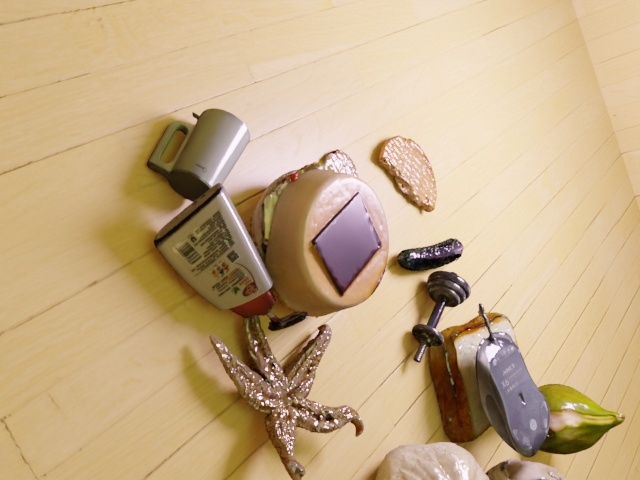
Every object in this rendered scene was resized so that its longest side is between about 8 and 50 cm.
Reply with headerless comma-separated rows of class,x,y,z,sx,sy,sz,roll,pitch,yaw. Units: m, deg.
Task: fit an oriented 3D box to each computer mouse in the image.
computer mouse,0.427,0.329,1.565,0.167,0.090,0.380,-19,89,-41

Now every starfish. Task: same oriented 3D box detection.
starfish,-0.055,0.282,1.196,0.375,0.094,0.327,28,41,-36

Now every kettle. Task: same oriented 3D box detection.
kettle,-0.203,-0.153,1.150,0.127,0.098,0.148,47,54,-35

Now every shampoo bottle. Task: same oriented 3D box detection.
shampoo bottle,-0.141,0.055,1.133,0.153,0.071,0.284,-37,115,3

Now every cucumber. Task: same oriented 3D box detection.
cucumber,0.265,0.041,1.624,0.245,0.067,0.067,-12,90,-45

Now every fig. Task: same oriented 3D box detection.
fig,0.700,0.493,1.812,0.206,0.274,0.206,15,69,-45

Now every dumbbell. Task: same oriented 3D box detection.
dumbbell,0.275,0.178,1.575,0.110,0.110,0.255,47,57,-28

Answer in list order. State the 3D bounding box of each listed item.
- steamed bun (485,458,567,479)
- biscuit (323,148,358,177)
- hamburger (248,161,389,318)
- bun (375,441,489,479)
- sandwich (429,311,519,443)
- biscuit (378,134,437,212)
steamed bun,0.496,0.672,1.607,0.207,0.267,0.281,-54,141,-79
biscuit,0.045,-0.143,1.466,0.120,0.015,0.120,14,71,-45
hamburger,0.000,0.000,1.274,0.301,0.170,0.302,1,89,-46
bun,0.254,0.589,1.356,0.348,0.227,0.353,-15,93,-49
sandwich,0.398,0.332,1.665,0.301,0.099,0.272,-11,85,-44
biscuit,0.222,-0.181,1.649,0.224,0.033,0.145,40,52,-34
